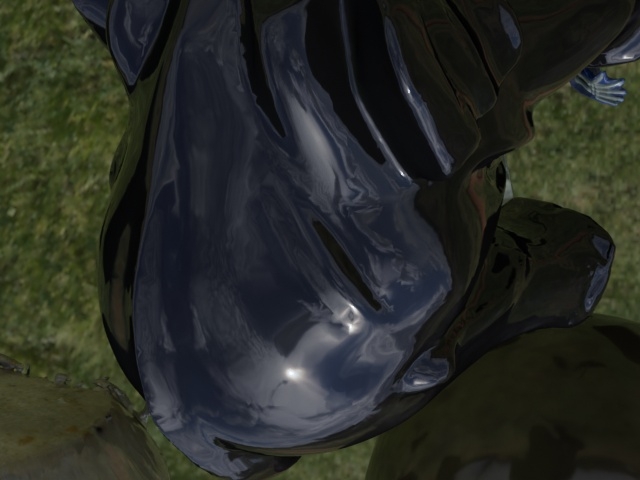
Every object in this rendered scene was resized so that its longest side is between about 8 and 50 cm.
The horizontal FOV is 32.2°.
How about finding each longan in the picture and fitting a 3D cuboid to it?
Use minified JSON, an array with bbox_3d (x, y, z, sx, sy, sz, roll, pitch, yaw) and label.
[{"bbox_3d":[0.208,0.230,0.869,0.361,0.361,0.361,9,140,7],"label":"longan"}]

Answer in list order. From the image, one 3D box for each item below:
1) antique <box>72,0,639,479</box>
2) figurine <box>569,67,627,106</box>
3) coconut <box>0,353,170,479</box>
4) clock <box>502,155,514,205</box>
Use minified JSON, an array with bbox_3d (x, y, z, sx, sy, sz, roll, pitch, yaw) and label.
[{"bbox_3d":[0.021,-0.043,0.483,0.185,0.322,0.255,22,-166,39],"label":"antique"},{"bbox_3d":[0.288,-0.273,1.385,0.164,0.121,0.262,35,-178,-33],"label":"figurine"},{"bbox_3d":[-0.282,0.284,0.883,0.346,0.346,0.360,7,106,10],"label":"coconut"},{"bbox_3d":[0.165,-0.141,1.173,0.029,0.235,0.235,-15,135,6],"label":"clock"}]
